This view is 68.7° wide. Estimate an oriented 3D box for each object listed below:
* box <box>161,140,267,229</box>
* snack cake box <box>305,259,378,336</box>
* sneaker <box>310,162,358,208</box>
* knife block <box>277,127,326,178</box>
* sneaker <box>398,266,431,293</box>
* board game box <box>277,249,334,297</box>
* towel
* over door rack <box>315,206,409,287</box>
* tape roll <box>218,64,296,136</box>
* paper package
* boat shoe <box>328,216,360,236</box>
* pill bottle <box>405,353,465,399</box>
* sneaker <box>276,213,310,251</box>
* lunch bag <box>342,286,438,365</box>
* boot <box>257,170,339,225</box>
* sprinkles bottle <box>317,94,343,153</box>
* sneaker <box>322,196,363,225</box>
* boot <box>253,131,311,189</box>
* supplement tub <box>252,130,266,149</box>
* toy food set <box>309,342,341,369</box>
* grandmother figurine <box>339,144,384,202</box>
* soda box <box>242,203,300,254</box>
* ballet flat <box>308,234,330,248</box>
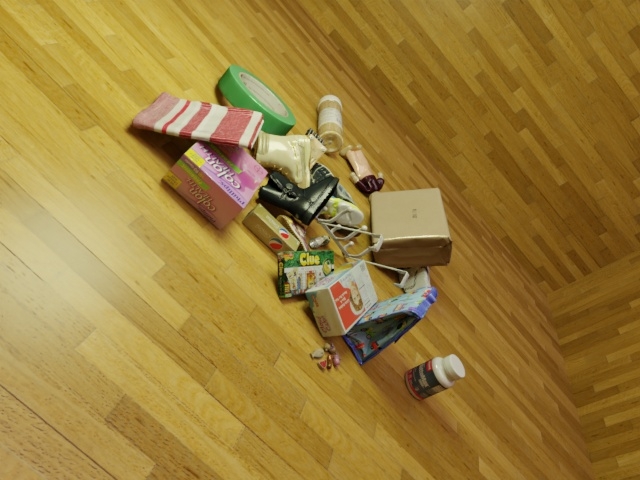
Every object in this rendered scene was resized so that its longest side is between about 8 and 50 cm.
[{"bbox_3d":[-0.297,-0.190,1.367,0.213,0.117,0.243,44,32,-16],"label":"box"},{"bbox_3d":[0.075,0.177,1.480,0.264,0.089,0.152,-30,103,-57],"label":"snack cake box"},{"bbox_3d":[0.044,-0.194,1.888,0.283,0.110,0.122,52,14,-11],"label":"sneaker"},{"bbox_3d":[-0.087,-0.327,1.858,0.088,0.242,0.275,42,77,-17],"label":"knife block"},{"bbox_3d":[0.439,0.123,2.041,0.210,0.137,0.365,25,36,-35],"label":"sneaker"},{"bbox_3d":[-0.039,0.099,1.456,0.260,0.030,0.136,-1,86,-54],"label":"board game box"},{"bbox_3d":[-0.342,-0.352,1.366,0.329,0.037,0.237,10,35,-3],"label":"towel"},{"bbox_3d":[0.151,0.006,1.591,0.324,0.108,0.239,29,-15,47],"label":"over door rack"},{"bbox_3d":[-0.237,-0.529,1.789,0.321,0.077,0.321,39,22,-19],"label":"tape roll"},{"bbox_3d":[0.363,-0.052,1.942,0.324,0.310,0.168,-85,169,-47],"label":"paper package"},{"bbox_3d":[0.090,-0.057,1.839,0.152,0.056,0.049,26,13,-26],"label":"boat shoe"},{"bbox_3d":[0.387,0.456,1.579,0.108,0.180,0.107,35,34,-28],"label":"pill bottle"},{"bbox_3d":[-0.071,-0.008,1.539,0.084,0.070,0.185,-13,70,-52],"label":"sneaker"},{"bbox_3d":[0.240,0.239,1.488,0.138,0.293,0.221,56,30,6],"label":"lunch bag"},{"bbox_3d":[-0.071,-0.180,1.582,0.207,0.094,0.246,32,53,7],"label":"boot"},{"bbox_3d":[0.045,-0.556,2.220,0.121,0.121,0.355,35,35,-28],"label":"sprinkles bottle"},{"bbox_3d":[0.050,-0.139,1.776,0.240,0.091,0.126,21,28,-11],"label":"sneaker"},{"bbox_3d":[-0.140,-0.249,1.658,0.204,0.095,0.261,1,95,-20],"label":"boot"},{"bbox_3d":[-0.242,-0.372,1.680,0.107,0.071,0.071,33,36,-32],"label":"supplement tub"},{"bbox_3d":[0.024,0.337,1.359,0.077,0.019,0.122,58,30,9],"label":"toy food set"},{"bbox_3d":[0.223,-0.291,2.226,0.208,0.104,0.342,-14,71,-29],"label":"grandmother figurine"},{"bbox_3d":[-0.152,-0.025,1.451,0.181,0.061,0.058,44,32,-15],"label":"soda box"},{"bbox_3d":[0.000,0.000,1.659,0.041,0.041,0.114,59,31,9],"label":"ballet flat"}]
